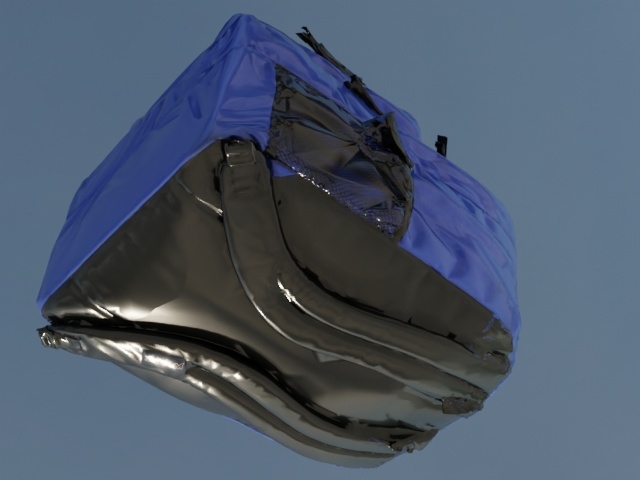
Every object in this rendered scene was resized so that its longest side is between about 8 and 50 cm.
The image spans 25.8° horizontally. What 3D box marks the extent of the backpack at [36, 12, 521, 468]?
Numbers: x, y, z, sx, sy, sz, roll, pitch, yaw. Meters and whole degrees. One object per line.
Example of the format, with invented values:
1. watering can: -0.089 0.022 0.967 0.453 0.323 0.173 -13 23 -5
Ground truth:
1. backpack: 0.000 0.000 0.401 0.120 0.098 0.101 34 -139 -21
